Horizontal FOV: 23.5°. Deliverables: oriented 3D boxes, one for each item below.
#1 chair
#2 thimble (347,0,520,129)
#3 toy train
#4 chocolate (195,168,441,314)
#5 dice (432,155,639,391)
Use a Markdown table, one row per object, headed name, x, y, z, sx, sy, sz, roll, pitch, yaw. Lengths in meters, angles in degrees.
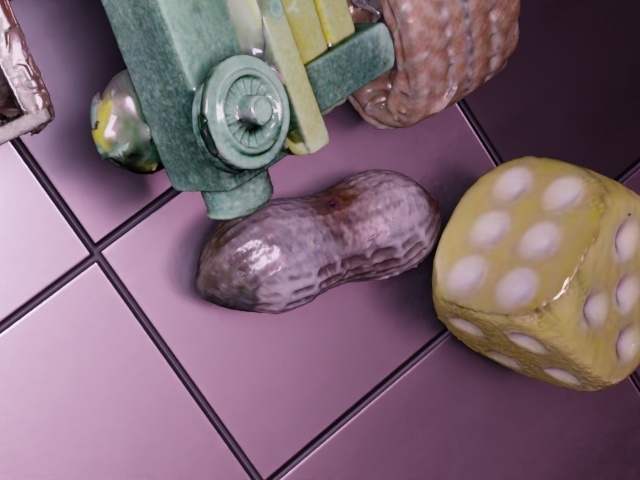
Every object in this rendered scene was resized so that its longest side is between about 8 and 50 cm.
| name | x | y | z | sx | sy | sz | roll | pitch | yaw |
| --- | --- | --- | --- | --- | --- | --- | --- | --- | --- |
| chair | -0.266 | -0.157 | 1.286 | 0.270 | 0.136 | 0.147 | -30 | 102 | -24 |
| thimble | 0.078 | -0.229 | 1.401 | 0.148 | 0.196 | 0.229 | -32 | 103 | -21 |
| toy train | -0.088 | -0.224 | 1.238 | 0.253 | 0.160 | 0.397 | -37 | 116 | -39 |
| chocolate | 0.000 | 0.000 | 1.416 | 0.248 | 0.110 | 0.110 | -20 | 97 | -27 |
| dice | 0.219 | 0.032 | 1.450 | 0.169 | 0.166 | 0.169 | 41 | 69 | -44 |
